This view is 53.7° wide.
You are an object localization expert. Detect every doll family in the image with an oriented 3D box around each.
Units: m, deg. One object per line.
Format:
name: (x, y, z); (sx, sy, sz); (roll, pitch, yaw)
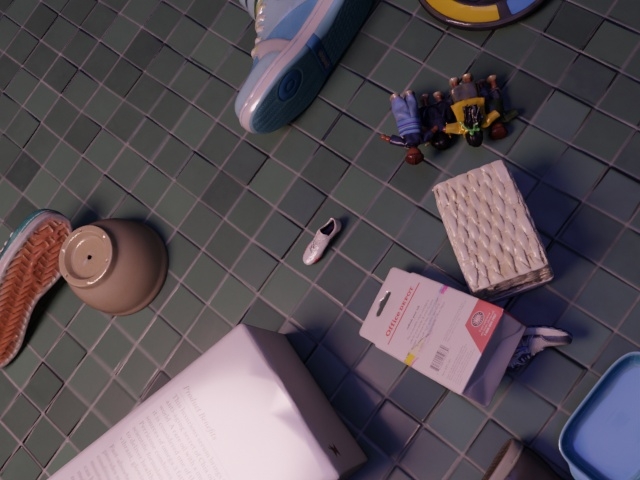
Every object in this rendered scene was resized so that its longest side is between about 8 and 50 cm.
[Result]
doll family: (0.184, -0.171, 0.912); (0.193, 0.076, 0.111); (-13, 78, 19)

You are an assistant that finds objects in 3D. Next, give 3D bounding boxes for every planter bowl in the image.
planter bowl: (-0.342, 0.035, 1.007); (0.162, 0.109, 0.162); (-4, 77, 16)

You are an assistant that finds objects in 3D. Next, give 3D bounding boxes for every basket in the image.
basket: (0.228, -0.011, 0.840); (0.113, 0.103, 0.167); (-22, 73, 13)

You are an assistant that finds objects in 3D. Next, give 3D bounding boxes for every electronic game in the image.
electronic game: (0.252, -0.425, 0.960); (0.229, 0.048, 0.229); (-4, 76, 17)

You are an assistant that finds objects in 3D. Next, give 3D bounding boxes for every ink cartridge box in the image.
ink cartridge box: (0.152, 0.118, 0.829); (0.198, 0.067, 0.115); (24, 84, 51)

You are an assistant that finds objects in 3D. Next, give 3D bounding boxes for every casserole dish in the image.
casserole dish: (0.377, 0.225, 0.774); (0.114, 0.037, 0.188); (38, 91, 21)

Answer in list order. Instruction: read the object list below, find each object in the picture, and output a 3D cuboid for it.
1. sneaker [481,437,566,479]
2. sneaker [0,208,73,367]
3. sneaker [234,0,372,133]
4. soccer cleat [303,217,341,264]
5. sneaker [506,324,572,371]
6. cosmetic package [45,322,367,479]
sneaker: (0.223, 0.366, 0.765); (0.118, 0.083, 0.222); (33, 92, 16)
sneaker: (-0.520, 0.064, 1.043); (0.121, 0.108, 0.302); (38, 101, 31)
sneaker: (-0.078, -0.330, 1.004); (0.208, 0.127, 0.319); (32, 79, 19)
soccer cleat: (0.000, 0.000, 0.945); (0.029, 0.035, 0.083); (41, 91, 21)
sneaker: (0.260, 0.141, 0.828); (0.135, 0.052, 0.058); (-8, 82, 25)
cosmetic package: (-0.190, 0.344, 0.857); (0.453, 0.161, 0.230); (-38, 69, 6)
